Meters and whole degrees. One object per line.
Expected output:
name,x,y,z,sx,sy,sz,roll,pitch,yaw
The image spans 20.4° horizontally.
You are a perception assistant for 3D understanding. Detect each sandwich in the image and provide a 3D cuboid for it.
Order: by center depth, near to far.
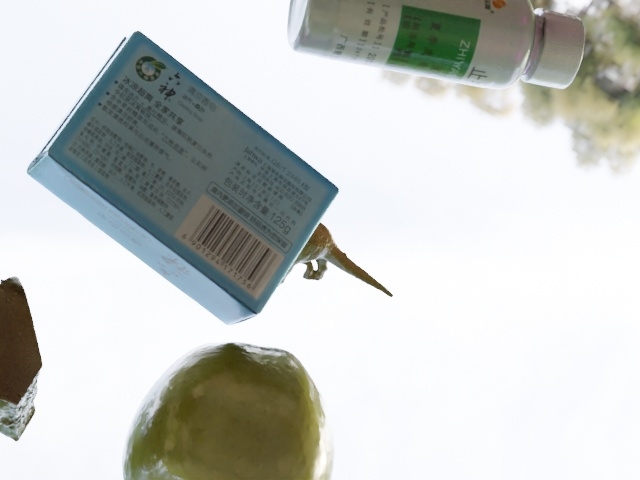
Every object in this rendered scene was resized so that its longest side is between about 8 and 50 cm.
sandwich,-0.284,0.139,1.433,0.088,0.090,0.244,34,-122,-1

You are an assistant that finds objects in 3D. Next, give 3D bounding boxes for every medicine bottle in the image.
medicine bottle,0.104,-0.191,1.587,0.260,0.095,0.095,8,-126,-12

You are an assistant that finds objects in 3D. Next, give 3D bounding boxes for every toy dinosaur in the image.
toy dinosaur,0.000,0.000,1.764,0.162,0.126,0.039,6,-138,-1

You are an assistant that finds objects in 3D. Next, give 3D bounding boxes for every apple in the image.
apple,-0.078,0.182,1.524,0.200,0.200,0.200,9,-127,-13

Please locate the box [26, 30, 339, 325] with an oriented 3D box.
box,-0.118,-0.052,1.541,0.232,0.083,0.143,37,-112,-11
